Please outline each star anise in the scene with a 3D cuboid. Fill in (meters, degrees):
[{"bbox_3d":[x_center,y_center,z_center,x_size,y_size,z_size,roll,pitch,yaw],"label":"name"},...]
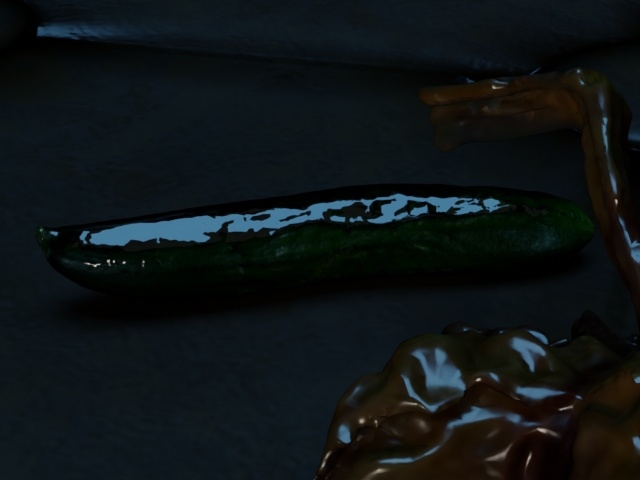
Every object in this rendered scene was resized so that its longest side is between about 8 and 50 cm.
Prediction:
[{"bbox_3d":[0.094,0.049,0.632,0.237,0.148,0.346,-3,41,-6],"label":"star anise"}]

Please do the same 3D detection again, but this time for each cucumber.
[{"bbox_3d":[0.000,0.000,0.807,0.284,0.056,0.056,-3,31,-8],"label":"cucumber"}]
